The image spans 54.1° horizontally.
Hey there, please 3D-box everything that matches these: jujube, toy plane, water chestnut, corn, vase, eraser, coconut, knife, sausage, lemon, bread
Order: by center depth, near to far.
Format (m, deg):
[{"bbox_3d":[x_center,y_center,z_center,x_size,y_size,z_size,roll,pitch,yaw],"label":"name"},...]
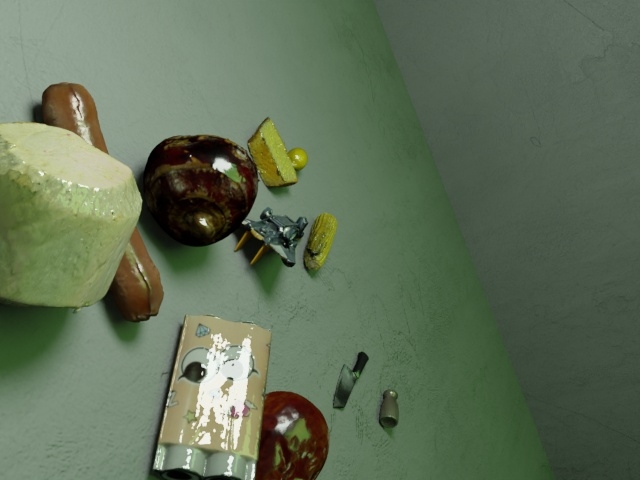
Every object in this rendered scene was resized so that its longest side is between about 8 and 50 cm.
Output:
[{"bbox_3d":[-0.382,-0.016,0.862,0.239,0.244,0.239,24,21,-10],"label":"coconut"},{"bbox_3d":[-0.366,-0.062,1.056,0.094,0.094,0.419,-26,96,-66],"label":"sausage"},{"bbox_3d":[-0.185,0.282,1.120,0.171,0.087,0.291,11,52,-9],"label":"eraser"},{"bbox_3d":[-0.088,0.413,1.174,0.190,0.190,0.255,50,43,-33],"label":"jujube"},{"bbox_3d":[-0.230,-0.112,1.210,0.224,0.223,0.238,52,35,-31],"label":"water chestnut"},{"bbox_3d":[-0.089,-0.020,1.520,0.204,0.103,0.316,39,21,13],"label":"toy plane"},{"bbox_3d":[-0.126,-0.221,1.623,0.187,0.065,0.103,66,30,-11],"label":"bread"},{"bbox_3d":[0.073,0.364,1.655,0.060,0.028,0.230,51,34,-11],"label":"knife"},{"bbox_3d":[0.000,0.000,1.702,0.072,0.072,0.203,55,32,-27],"label":"corn"},{"bbox_3d":[-0.067,-0.223,1.732,0.062,0.062,0.083,57,35,-24],"label":"lemon"},{"bbox_3d":[0.195,0.472,1.769,0.053,0.053,0.101,55,26,-27],"label":"vase"}]
